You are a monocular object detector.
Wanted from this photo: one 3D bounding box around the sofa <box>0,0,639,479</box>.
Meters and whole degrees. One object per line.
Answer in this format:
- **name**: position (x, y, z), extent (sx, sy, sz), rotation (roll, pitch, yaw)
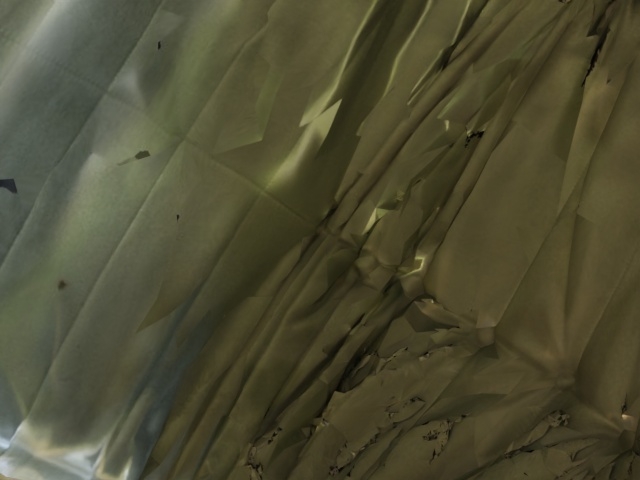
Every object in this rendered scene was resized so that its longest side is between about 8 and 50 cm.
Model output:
- **sofa**: position (0.000, 0.000, 0.439), extent (0.210, 0.225, 0.176), rotation (-54, -149, 6)
